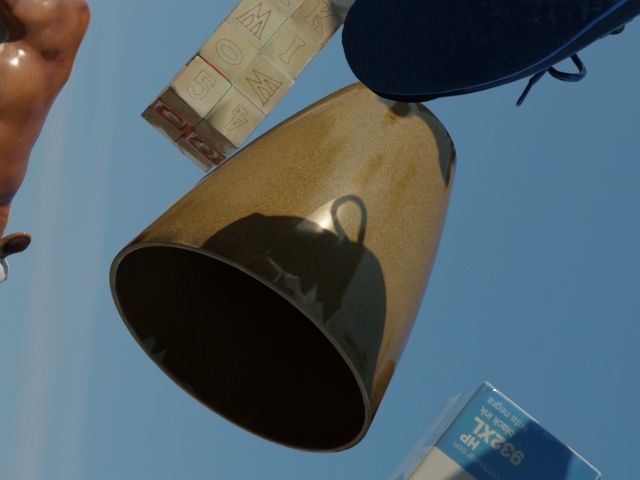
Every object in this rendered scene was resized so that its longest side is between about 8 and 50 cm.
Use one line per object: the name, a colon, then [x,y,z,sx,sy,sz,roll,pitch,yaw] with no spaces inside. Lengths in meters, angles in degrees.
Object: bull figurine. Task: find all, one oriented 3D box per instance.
bull figurine: [-0.297,-0.105,1.670,0.101,0.188,0.310,5,-113,39]

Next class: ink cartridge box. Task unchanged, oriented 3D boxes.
ink cartridge box: [0.079,0.282,1.680,0.307,0.129,0.223,-51,179,-9]

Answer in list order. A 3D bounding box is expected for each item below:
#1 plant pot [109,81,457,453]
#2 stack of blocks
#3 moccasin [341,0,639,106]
plant pot: [0.000,0.000,1.592,0.254,0.237,0.237,-53,-177,-31]
stack of blocks: [-0.040,-0.206,1.896,0.297,0.087,0.171,-51,-173,-17]
moccasin: [0.185,-0.178,1.382,0.117,0.342,0.138,11,60,-69]
